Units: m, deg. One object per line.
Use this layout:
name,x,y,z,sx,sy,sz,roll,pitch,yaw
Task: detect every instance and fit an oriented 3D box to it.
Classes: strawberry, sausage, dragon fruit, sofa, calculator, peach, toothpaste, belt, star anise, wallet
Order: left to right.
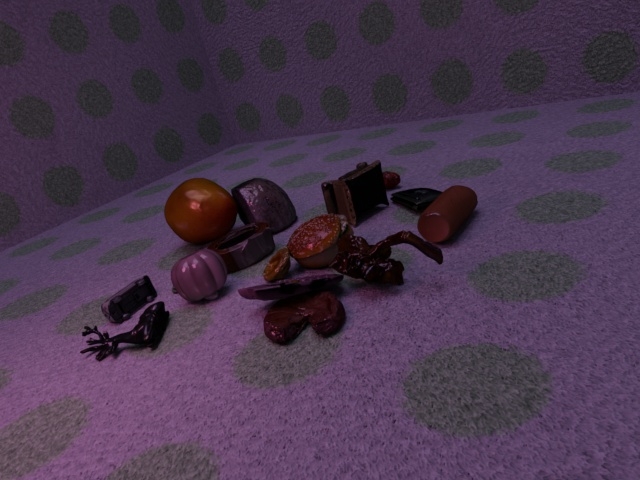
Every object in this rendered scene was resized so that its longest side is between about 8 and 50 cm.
peach,-0.494,-0.114,2.108,0.289,0.288,0.308,-29,51,-32
toothpaste,-0.417,0.008,2.069,0.205,0.036,0.056,-23,22,-9
belt,-0.288,0.024,1.846,0.261,0.105,0.184,-26,26,-28
dragon fruit,-0.236,-0.162,2.126,0.204,0.221,0.283,-29,22,-18
calculator,-0.073,0.130,1.431,0.294,0.043,0.194,-9,-1,-27
sofa,0.122,-0.188,1.969,0.182,0.200,0.258,12,35,45
star anise,0.173,0.051,1.393,0.347,0.148,0.237,-3,-3,40
strawberry,0.303,-0.264,2.199,0.096,0.083,0.083,6,30,39
wallet,0.386,-0.168,1.945,0.160,0.055,0.236,-13,20,-13
sausage,0.421,-0.096,1.647,0.121,0.121,0.304,1,24,35

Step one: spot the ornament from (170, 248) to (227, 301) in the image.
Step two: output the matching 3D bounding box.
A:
ornament,-0.388,0.118,1.629,0.178,0.177,0.177,-13,21,5

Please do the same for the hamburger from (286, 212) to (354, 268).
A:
hamburger,-0.002,-0.001,1.659,0.237,0.147,0.237,-16,20,6

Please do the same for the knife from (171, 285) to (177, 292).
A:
knife,-0.515,0.126,1.860,0.043,0.019,0.293,-14,22,-2

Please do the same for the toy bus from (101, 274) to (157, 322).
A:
toy bus,-0.646,0.199,1.685,0.089,0.087,0.194,-10,21,31

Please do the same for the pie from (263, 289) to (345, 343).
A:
pie,-0.045,0.197,1.324,0.219,0.054,0.204,-17,22,-4

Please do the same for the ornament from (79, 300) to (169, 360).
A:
ornament,-0.583,0.263,1.484,0.236,0.080,0.202,-14,25,3

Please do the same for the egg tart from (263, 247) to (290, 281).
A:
egg tart,-0.135,0.082,1.630,0.130,0.052,0.130,-44,24,25
